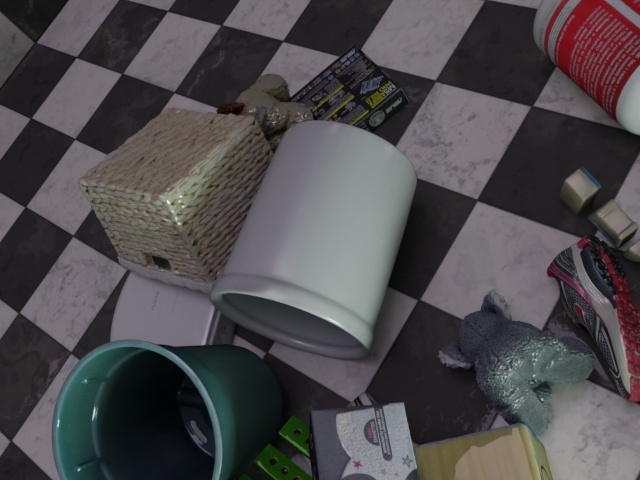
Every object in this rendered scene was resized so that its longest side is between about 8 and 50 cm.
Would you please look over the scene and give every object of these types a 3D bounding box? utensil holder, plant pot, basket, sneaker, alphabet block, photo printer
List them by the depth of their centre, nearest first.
[{"bbox_3d":[0.279,0.428,1.174,0.194,0.192,0.197,-19,58,19],"label":"alphabet block"},{"bbox_3d":[0.501,0.142,1.278,0.112,0.121,0.299,-40,48,39],"label":"sneaker"},{"bbox_3d":[-0.250,0.335,1.354,0.341,0.334,0.341,0,90,22],"label":"plant pot"},{"bbox_3d":[0.000,0.000,1.462,0.328,0.327,0.385,8,67,30],"label":"utensil holder"},{"bbox_3d":[-0.287,-0.102,1.618,0.328,0.266,0.331,12,46,37],"label":"basket"},{"bbox_3d":[-0.338,0.157,1.676,0.308,0.107,0.256,2,65,27],"label":"photo printer"}]

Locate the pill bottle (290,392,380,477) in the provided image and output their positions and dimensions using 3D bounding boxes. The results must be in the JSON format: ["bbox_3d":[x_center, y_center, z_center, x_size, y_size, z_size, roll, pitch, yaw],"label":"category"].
[{"bbox_3d":[0.041,0.392,1.354,0.208,0.119,0.119,-40,54,2],"label":"pill bottle"}]

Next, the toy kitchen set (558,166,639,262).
[{"bbox_3d":[0.585,-0.073,1.359,0.166,0.122,0.207,-39,74,3],"label":"toy kitchen set"}]

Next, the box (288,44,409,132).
[{"bbox_3d":[0.046,-0.326,1.776,0.270,0.060,0.216,-40,54,3],"label":"box"}]

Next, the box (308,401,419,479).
[{"bbox_3d":[0.074,0.402,1.158,0.164,0.142,0.247,-4,54,-6],"label":"box"}]

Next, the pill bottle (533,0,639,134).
[{"bbox_3d":[0.617,-0.352,1.401,0.229,0.229,0.407,-35,54,6],"label":"pill bottle"}]

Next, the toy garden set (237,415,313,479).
[{"bbox_3d":[-0.045,0.455,1.232,0.204,0.049,0.244,33,58,20],"label":"toy garden set"}]

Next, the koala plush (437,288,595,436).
[{"bbox_3d":[0.321,0.195,1.291,0.196,0.203,0.221,-53,34,8],"label":"koala plush"}]

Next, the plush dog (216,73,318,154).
[{"bbox_3d":[-0.139,-0.239,1.721,0.211,0.225,0.262,-18,46,-24],"label":"plush dog"}]
